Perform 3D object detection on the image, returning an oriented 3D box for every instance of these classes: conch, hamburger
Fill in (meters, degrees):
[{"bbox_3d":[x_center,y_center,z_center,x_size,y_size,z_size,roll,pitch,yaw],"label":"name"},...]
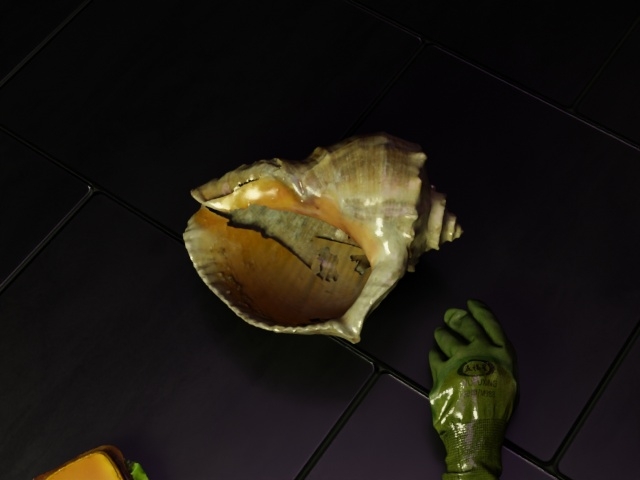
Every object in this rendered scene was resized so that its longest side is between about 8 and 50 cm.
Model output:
[{"bbox_3d":[0.008,0.009,1.495,0.352,0.210,0.297,-3,57,25],"label":"conch"},{"bbox_3d":[-0.260,0.335,1.370,0.137,0.087,0.166,-24,63,-12],"label":"hamburger"}]

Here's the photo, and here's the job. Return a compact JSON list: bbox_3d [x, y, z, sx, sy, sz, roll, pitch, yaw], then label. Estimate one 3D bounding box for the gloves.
[{"bbox_3d":[0.193,0.191,1.430,0.135,0.107,0.268,16,54,-24],"label":"gloves"}]
